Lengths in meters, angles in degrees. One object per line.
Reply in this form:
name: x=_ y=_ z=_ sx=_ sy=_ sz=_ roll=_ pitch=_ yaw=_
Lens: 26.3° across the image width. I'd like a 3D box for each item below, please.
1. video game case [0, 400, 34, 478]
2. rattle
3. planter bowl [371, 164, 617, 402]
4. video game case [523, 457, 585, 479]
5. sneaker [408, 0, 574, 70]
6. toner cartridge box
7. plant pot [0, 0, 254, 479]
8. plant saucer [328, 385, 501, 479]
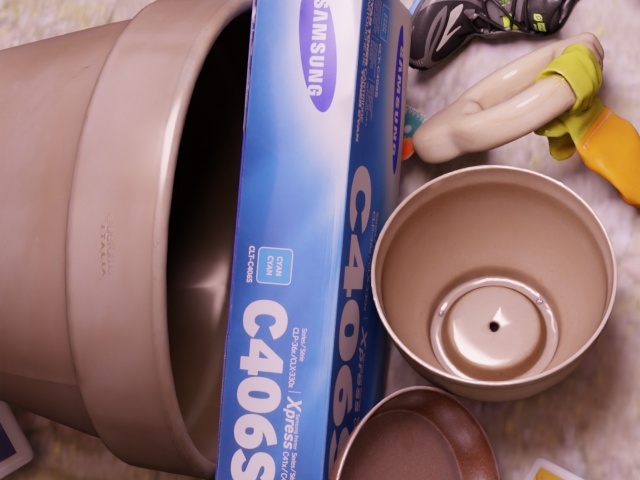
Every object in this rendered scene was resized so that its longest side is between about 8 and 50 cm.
video game case: x=-0.427 y=0.114 z=1.010 sx=0.329 sy=0.036 sz=0.300 roll=-29 pitch=94 yaw=-23
rattle: x=0.139 y=-0.062 z=1.030 sx=0.199 sy=0.143 sz=0.130 roll=-28 pitch=32 yaw=24
planter bowl: x=0.120 y=0.045 z=0.947 sx=0.162 sy=0.109 sz=0.162 roll=-3 pitch=62 yaw=6
video game case: x=0.161 y=0.264 z=0.852 sx=0.206 sy=0.026 sz=0.227 roll=-58 pitch=32 yaw=-6
sneaker: x=0.146 y=-0.186 z=1.048 sx=0.188 sy=0.067 sz=0.078 roll=-29 pitch=59 yaw=4
toner cartridge box: x=0.000 y=0.000 z=0.933 sx=0.075 sy=0.165 sz=0.348 roll=4 pitch=90 yaw=14
plant pot: x=-0.179 y=-0.009 z=0.942 sx=0.280 sy=0.323 sz=0.323 roll=3 pitch=73 yaw=13
plant saucer: x=0.056 y=0.178 z=0.881 sx=0.029 sy=0.168 sz=0.168 roll=-6 pitch=68 yaw=43
